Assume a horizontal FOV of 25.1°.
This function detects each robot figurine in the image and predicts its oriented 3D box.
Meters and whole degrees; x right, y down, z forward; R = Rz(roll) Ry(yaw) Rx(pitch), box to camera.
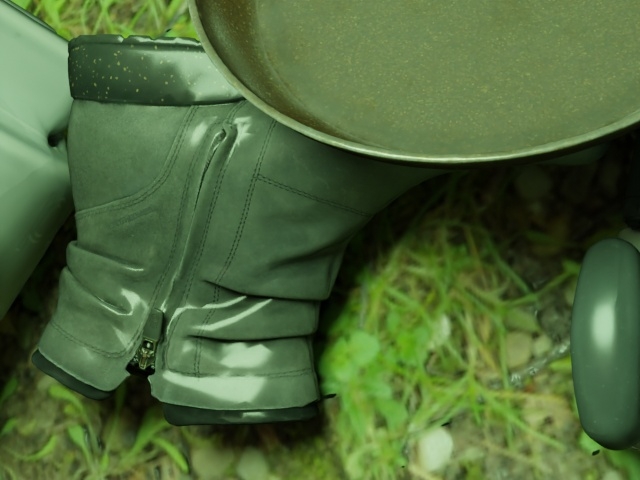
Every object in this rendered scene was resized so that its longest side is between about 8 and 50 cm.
[{"bbox_3d":[-0.289,-0.001,0.913,0.353,0.200,0.300,-56,30,4],"label":"robot figurine"}]

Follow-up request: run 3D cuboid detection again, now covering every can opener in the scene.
[{"bbox_3d":[0.187,-0.030,0.735,0.076,0.095,0.283,8,80,28],"label":"can opener"}]

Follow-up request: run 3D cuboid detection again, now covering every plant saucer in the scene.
[{"bbox_3d":[0.086,-0.148,0.743,0.310,0.050,0.311,-7,52,9],"label":"plant saucer"}]

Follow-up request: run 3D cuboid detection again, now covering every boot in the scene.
[{"bbox_3d":[0.000,0.000,0.829,0.338,0.118,0.223,4,92,22],"label":"boot"}]
